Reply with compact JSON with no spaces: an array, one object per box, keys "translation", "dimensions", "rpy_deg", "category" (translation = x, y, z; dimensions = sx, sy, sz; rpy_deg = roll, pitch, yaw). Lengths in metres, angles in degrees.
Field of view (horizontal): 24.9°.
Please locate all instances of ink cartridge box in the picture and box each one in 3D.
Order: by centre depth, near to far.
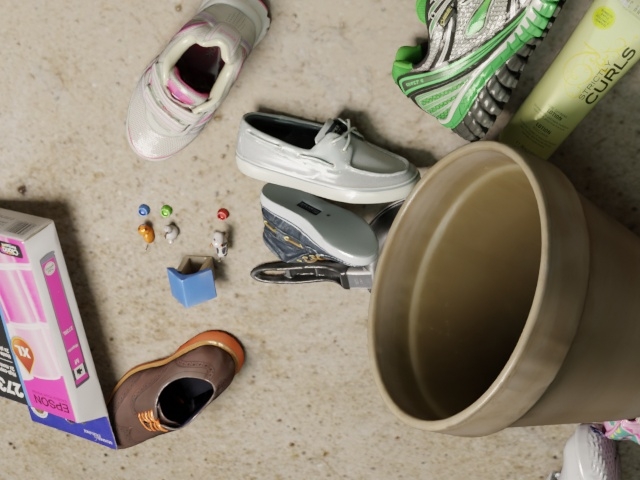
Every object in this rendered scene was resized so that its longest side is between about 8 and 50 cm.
[{"translation":[-0.391,0.127,1.939],"dimensions":[0.176,0.069,0.371],"rpy_deg":[12,128,35],"category":"ink cartridge box"}]

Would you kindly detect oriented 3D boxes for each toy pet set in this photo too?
[{"translation":[-0.176,0.021,1.838],"dimensions":[0.122,0.065,0.114],"rpy_deg":[2,121,16],"category":"toy pet set"}]

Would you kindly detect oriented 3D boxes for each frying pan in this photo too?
[{"translation":[0.079,0.019,1.776],"dimensions":[0.326,0.053,0.197],"rpy_deg":[14,123,4],"category":"frying pan"}]

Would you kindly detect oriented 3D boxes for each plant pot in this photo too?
[{"translation":[0.252,0.080,1.611],"dimensions":[0.280,0.323,0.323],"rpy_deg":[17,129,-28],"category":"plant pot"}]

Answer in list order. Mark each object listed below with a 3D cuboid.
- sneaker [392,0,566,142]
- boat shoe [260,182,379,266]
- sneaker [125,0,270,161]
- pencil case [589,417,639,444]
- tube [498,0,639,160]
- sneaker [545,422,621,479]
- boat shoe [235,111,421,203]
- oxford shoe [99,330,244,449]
[{"translation":[0.179,-0.261,1.517],"dimensions":[0.146,0.134,0.343],"rpy_deg":[28,125,-1],"category":"sneaker"},{"translation":[0.000,0.000,1.748],"dimensions":[0.183,0.065,0.083],"rpy_deg":[34,139,34],"category":"boat shoe"},{"translation":[-0.161,-0.181,1.680],"dimensions":[0.103,0.111,0.252],"rpy_deg":[33,124,-5],"category":"sneaker"},{"translation":[0.479,0.228,1.739],"dimensions":[0.284,0.124,0.124],"rpy_deg":[20,124,3],"category":"pencil case"},{"translation":[0.286,-0.184,1.581],"dimensions":[0.070,0.062,0.240],"rpy_deg":[10,129,-40],"category":"tube"},{"translation":[0.279,0.386,1.884],"dimensions":[0.210,0.137,0.366],"rpy_deg":[3,125,12],"category":"sneaker"},{"translation":[0.007,-0.103,1.698],"dimensions":[0.227,0.079,0.081],"rpy_deg":[11,128,14],"category":"boat shoe"},{"translation":[-0.221,0.219,1.953],"dimensions":[0.097,0.098,0.271],"rpy_deg":[43,123,-13],"category":"oxford shoe"}]
